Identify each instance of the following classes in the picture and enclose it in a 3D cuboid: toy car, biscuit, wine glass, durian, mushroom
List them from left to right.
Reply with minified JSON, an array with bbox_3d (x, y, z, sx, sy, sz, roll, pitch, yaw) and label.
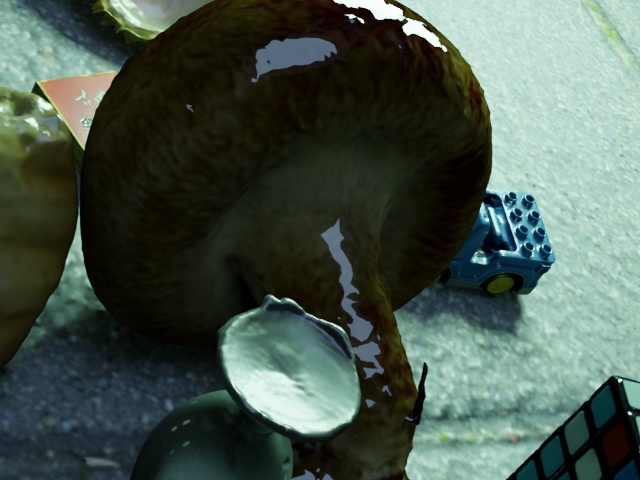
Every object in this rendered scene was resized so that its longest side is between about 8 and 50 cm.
[{"bbox_3d":[-0.288,0.010,0.818,0.091,0.213,0.274,16,18,41],"label":"biscuit"},{"bbox_3d":[-0.182,-0.255,1.239,0.224,0.140,0.078,14,-1,-10],"label":"durian"},{"bbox_3d":[-0.065,0.141,0.811,0.103,0.222,0.103,21,40,-19],"label":"wine glass"},{"bbox_3d":[-0.019,-0.009,0.941,0.331,0.334,0.356,18,31,-21],"label":"mushroom"},{"bbox_3d":[0.142,-0.014,1.212,0.191,0.100,0.097,6,50,-25],"label":"toy car"}]

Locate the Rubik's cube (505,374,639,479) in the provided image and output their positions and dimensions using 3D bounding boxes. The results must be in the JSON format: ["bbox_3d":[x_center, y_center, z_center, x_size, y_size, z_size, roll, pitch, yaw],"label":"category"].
[{"bbox_3d":[0.267,0.242,0.976,0.187,0.182,0.184,17,42,-20],"label":"Rubik's cube"}]

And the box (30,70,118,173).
[{"bbox_3d":[-0.187,-0.093,1.121,0.090,0.023,0.133,-13,59,-45],"label":"box"}]
